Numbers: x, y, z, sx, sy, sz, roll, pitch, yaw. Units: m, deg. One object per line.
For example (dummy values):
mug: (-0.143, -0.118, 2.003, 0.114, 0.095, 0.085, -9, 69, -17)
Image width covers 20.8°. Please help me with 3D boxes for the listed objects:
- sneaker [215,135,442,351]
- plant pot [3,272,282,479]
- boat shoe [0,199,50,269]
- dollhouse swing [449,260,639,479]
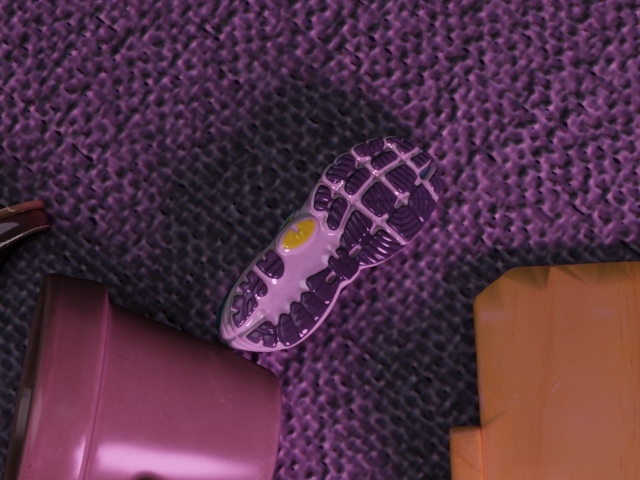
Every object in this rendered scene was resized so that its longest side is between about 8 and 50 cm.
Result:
sneaker: (0.000, 0.000, 1.662, 0.275, 0.110, 0.107, -42, 97, -20)
plant pot: (-0.163, 0.177, 1.595, 0.229, 0.263, 0.263, 11, 81, -12)
boat shoe: (-0.353, 0.027, 1.708, 0.207, 0.073, 0.073, -24, 81, 8)
dollhouse swing: (0.296, 0.229, 1.620, 0.347, 0.305, 0.315, -4, 122, 4)
